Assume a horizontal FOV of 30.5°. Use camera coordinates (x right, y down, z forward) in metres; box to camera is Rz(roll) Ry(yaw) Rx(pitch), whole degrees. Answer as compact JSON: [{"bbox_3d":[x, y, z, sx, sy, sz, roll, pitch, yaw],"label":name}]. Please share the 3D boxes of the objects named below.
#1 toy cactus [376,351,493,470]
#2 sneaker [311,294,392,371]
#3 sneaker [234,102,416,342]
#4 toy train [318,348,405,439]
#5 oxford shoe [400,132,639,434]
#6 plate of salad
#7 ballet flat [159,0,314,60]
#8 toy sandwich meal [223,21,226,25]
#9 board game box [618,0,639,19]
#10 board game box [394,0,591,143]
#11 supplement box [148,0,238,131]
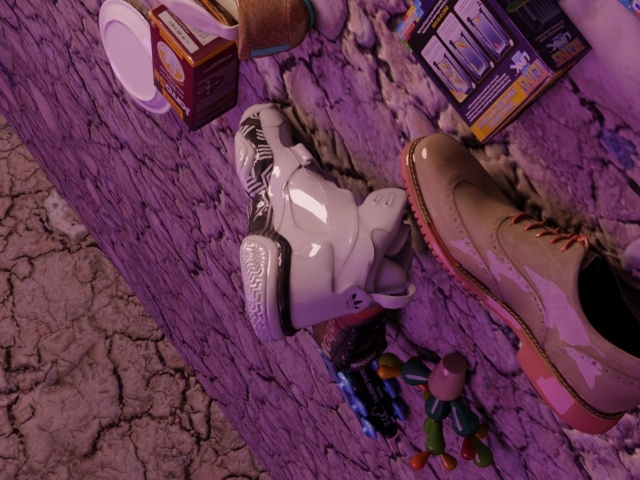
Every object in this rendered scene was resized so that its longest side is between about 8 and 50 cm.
[{"bbox_3d":[0.155,0.218,1.616,0.219,0.112,0.180,54,153,29],"label":"toy cactus"},{"bbox_3d":[0.051,0.114,1.647,0.135,0.097,0.276,67,163,3],"label":"sneaker"},{"bbox_3d":[0.005,-0.039,1.490,0.137,0.210,0.366,80,-177,-49],"label":"sneaker"},{"bbox_3d":[0.069,0.233,1.862,0.105,0.080,0.184,40,160,59],"label":"toy train"},{"bbox_3d":[0.215,0.015,1.154,0.348,0.123,0.130,53,134,12],"label":"oxford shoe"},{"bbox_3d":[-0.288,-0.297,1.879,0.200,0.048,0.200,36,144,32],"label":"plate of salad"},{"bbox_3d":[-0.154,-0.331,1.389,0.342,0.124,0.116,49,159,19],"label":"ballet flat"},{"bbox_3d":[-0.113,-0.303,1.481,0.085,0.029,0.085,46,159,24],"label":"toy sandwich meal"},{"bbox_3d":[0.208,-0.247,0.790,0.210,0.047,0.160,47,159,20],"label":"board game box"},{"bbox_3d":[0.147,-0.179,1.043,0.141,0.048,0.170,52,160,4],"label":"board game box"},{"bbox_3d":[-0.176,-0.250,1.637,0.104,0.081,0.188,50,160,16],"label":"supplement box"}]
